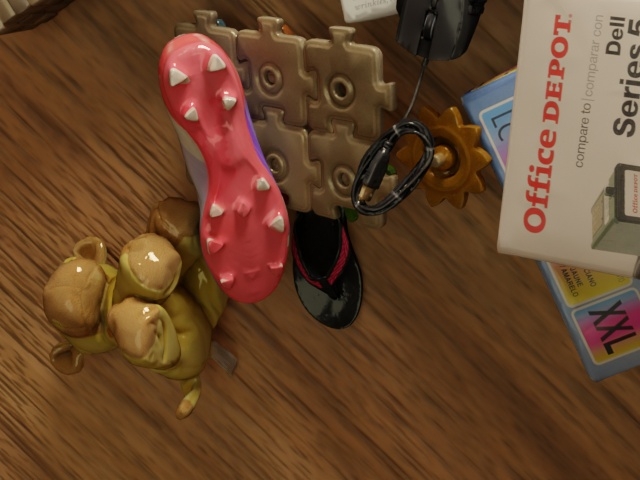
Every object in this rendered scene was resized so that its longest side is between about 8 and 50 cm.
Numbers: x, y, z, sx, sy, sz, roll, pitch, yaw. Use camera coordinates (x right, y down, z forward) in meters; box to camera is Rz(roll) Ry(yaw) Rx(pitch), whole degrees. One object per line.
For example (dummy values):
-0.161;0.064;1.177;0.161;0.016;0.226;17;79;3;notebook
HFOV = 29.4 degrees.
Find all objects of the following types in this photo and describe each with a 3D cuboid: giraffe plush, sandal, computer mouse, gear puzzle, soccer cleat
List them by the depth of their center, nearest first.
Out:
0.074;-0.133;0.943;0.071;0.041;0.242;18;93;17;computer mouse
0.007;-0.105;1.057;0.339;0.044;0.175;15;117;38;gear puzzle
-0.085;-0.065;1.084;0.083;0.095;0.248;-17;112;-4;soccer cleat
0.000;0.000;1.150;0.067;0.040;0.179;-3;103;14;sandal
-0.187;0.059;1.168;0.170;0.181;0.210;9;141;22;giraffe plush

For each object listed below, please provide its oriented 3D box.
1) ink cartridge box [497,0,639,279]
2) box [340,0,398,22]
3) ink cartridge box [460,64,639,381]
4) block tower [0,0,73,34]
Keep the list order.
0.274;-0.070;0.847;0.273;0.115;0.198;11;106;23;ink cartridge box
0.095;-0.290;1.013;0.181;0.119;0.182;-10;101;17;box
0.352;-0.088;0.987;0.395;0.151;0.270;-25;97;17;ink cartridge box
-0.172;-0.306;1.091;0.335;0.091;0.097;-29;95;18;block tower
